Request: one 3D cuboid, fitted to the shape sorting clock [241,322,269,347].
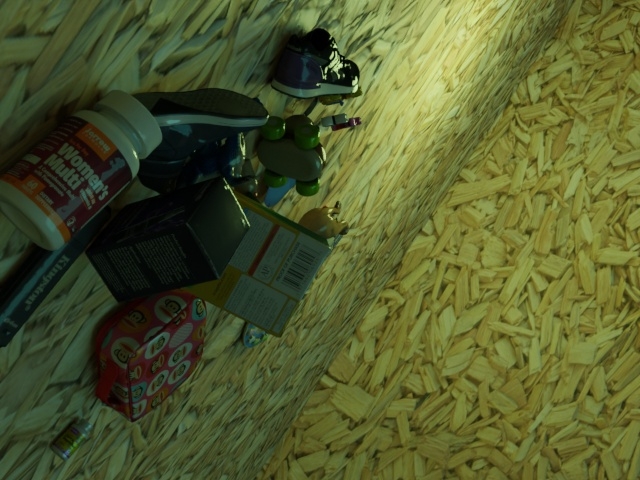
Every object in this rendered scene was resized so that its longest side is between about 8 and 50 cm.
[{"bbox_3d":[-0.152,0.223,2.306,0.206,0.040,0.206,-51,162,-24],"label":"shape sorting clock"}]

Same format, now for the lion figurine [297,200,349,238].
[{"bbox_3d":[-0.057,0.023,2.077,0.392,0.142,0.240,-60,166,-13],"label":"lion figurine"}]

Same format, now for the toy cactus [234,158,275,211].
[{"bbox_3d":[-0.139,-0.077,1.646,0.219,0.112,0.180,-108,-169,-71],"label":"toy cactus"}]

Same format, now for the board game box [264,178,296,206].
[{"bbox_3d":[-0.084,-0.153,1.848,0.168,0.033,0.133,-48,167,-13],"label":"board game box"}]

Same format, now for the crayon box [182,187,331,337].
[{"bbox_3d":[-0.170,0.018,1.517,0.203,0.323,0.083,-60,-170,9],"label":"crayon box"}]

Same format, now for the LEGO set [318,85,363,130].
[{"bbox_3d":[0.053,-0.298,1.774,0.227,0.093,0.087,-42,119,-81],"label":"LEGO set"}]

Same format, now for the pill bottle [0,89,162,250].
[{"bbox_3d":[-0.327,-0.100,1.095,0.221,0.121,0.121,-50,162,-25],"label":"pill bottle"}]

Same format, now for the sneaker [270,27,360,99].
[{"bbox_3d":[0.015,-0.367,1.629,0.283,0.107,0.124,-30,142,-58],"label":"sneaker"}]

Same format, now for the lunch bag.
[{"bbox_3d":[-0.354,0.236,1.622,0.258,0.120,0.293,-43,159,-38],"label":"lunch bag"}]

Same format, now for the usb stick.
[{"bbox_3d":[-0.421,0.044,1.218,0.278,0.045,0.077,-54,164,-13],"label":"usb stick"}]

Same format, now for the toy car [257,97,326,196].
[{"bbox_3d":[-0.035,-0.217,1.710,0.155,0.149,0.188,90,23,-43],"label":"toy car"}]

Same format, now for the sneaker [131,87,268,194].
[{"bbox_3d":[-0.203,-0.157,1.288,0.226,0.086,0.163,-4,133,-22],"label":"sneaker"}]

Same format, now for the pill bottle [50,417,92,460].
[{"bbox_3d":[-0.504,0.403,1.627,0.083,0.043,0.043,-49,161,-28],"label":"pill bottle"}]

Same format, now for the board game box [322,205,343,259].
[{"bbox_3d":[0.000,0.000,2.330,0.146,0.045,0.193,-53,163,-13],"label":"board game box"}]

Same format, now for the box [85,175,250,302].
[{"bbox_3d":[-0.241,-0.002,1.285,0.108,0.207,0.153,63,27,-25],"label":"box"}]

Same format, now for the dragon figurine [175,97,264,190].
[{"bbox_3d":[-0.206,-0.143,1.380,0.289,0.144,0.085,-23,-175,14],"label":"dragon figurine"}]
